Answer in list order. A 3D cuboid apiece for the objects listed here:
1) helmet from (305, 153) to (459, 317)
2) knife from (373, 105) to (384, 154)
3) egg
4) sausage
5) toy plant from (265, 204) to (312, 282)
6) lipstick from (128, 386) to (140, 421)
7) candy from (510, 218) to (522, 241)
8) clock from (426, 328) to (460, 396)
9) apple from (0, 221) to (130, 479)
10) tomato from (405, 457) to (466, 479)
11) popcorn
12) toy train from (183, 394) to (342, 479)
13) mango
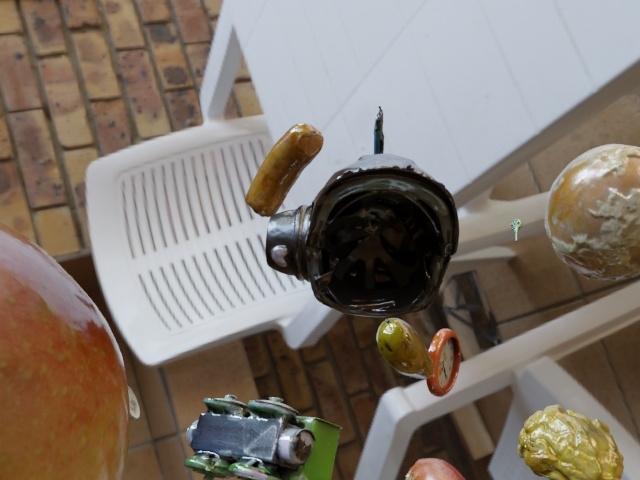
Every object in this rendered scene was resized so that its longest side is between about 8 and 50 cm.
[{"bbox_3d":[0.095,-0.030,1.117,0.177,0.225,0.305,-83,3,-54],"label":"helmet"},{"bbox_3d":[0.142,-0.198,1.726,0.296,0.026,0.044,85,-169,-50],"label":"knife"},{"bbox_3d":[0.433,-0.042,1.060,0.195,0.195,0.233,48,165,46],"label":"egg"},{"bbox_3d":[-0.089,-0.181,1.768,0.270,0.109,0.108,-52,51,28],"label":"sausage"},{"bbox_3d":[0.000,0.000,1.610,0.175,0.235,0.217,-70,-18,-71],"label":"toy plant"},{"bbox_3d":[-0.405,0.295,1.071,0.059,0.264,0.059,156,90,-90],"label":"lipstick"},{"bbox_3d":[0.393,-0.017,1.430,0.025,0.083,0.023,-30,109,30],"label":"candy"},{"bbox_3d":[0.365,0.366,2.132,0.051,0.205,0.205,6,111,34],"label":"clock"},{"bbox_3d":[-0.301,0.112,0.462,0.277,0.319,0.319,68,176,-64],"label":"apple"},{"bbox_3d":[0.210,0.475,1.165,0.140,0.233,0.200,-13,111,40],"label":"tomato"},{"bbox_3d":[0.592,0.504,1.688,0.190,0.250,0.250,-56,48,29],"label":"popcorn"},{"bbox_3d":[-0.111,0.420,1.438,0.307,0.249,0.173,-8,60,41],"label":"toy train"},{"bbox_3d":[0.158,0.203,1.299,0.161,0.076,0.103,47,180,-42],"label":"mango"}]
